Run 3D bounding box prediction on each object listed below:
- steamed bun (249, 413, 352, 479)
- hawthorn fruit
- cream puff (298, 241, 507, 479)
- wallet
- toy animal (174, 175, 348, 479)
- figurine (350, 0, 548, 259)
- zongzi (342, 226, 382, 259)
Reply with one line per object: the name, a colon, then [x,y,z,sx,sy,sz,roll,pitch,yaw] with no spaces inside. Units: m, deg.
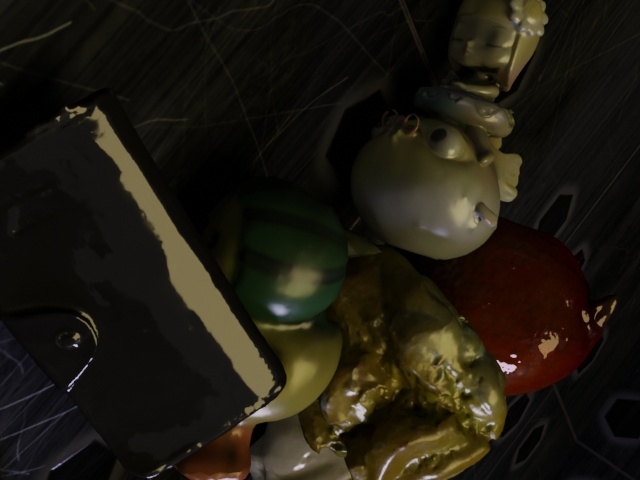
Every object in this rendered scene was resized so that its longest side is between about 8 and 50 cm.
steamed bun: [0.032,0.351,1.640,0.276,0.203,0.289,-13,137,-46]
hawthorn fruit: [0.268,0.109,1.671,0.295,0.311,0.295,-61,178,-4]
cream puff: [0.074,0.182,1.437,0.257,0.291,0.324,-42,106,-13]
wallet: [-0.190,0.051,1.013,0.197,0.051,0.377,-31,120,-5]
toy animal: [-0.070,0.095,1.229,0.191,0.216,0.338,13,100,-22]
figurine: [0.201,-0.162,1.430,0.274,0.226,0.394,22,87,-47]
zongzi: [0.000,0.000,1.347,0.109,0.119,0.055,5,94,-55]
